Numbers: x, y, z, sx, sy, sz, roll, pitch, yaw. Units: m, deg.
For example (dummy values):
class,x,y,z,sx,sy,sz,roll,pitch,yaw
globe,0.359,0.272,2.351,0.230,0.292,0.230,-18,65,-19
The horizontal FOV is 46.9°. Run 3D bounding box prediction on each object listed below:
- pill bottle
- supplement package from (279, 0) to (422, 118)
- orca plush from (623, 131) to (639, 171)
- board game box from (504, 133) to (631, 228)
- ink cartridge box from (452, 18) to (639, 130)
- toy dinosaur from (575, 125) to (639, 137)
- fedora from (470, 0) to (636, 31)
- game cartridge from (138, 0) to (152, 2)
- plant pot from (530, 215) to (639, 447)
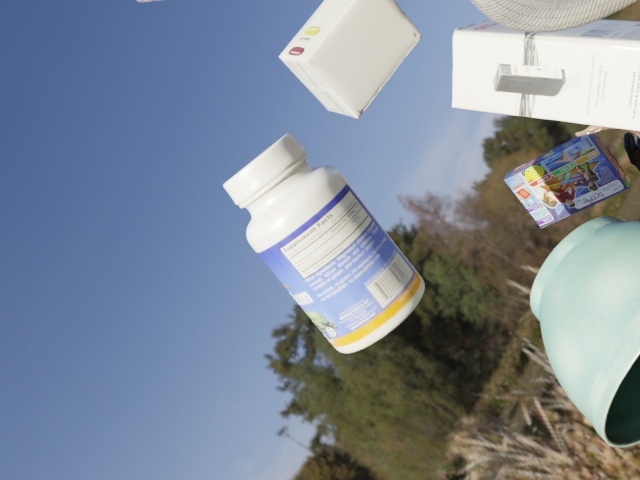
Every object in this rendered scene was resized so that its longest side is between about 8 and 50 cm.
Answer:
class,x,y,z,sx,sy,sz,roll,pitch,yaw
pill bottle,0.000,0.000,0.964,0.152,0.272,0.152,-38,8,7
supplement package,0.073,-0.465,1.770,0.204,0.145,0.262,42,-97,-35
orca plush,0.720,-0.245,1.566,0.287,0.151,0.102,-16,-29,-43
board game box,0.488,-0.119,1.467,0.201,0.136,0.035,-28,18,42
ink cartridge box,0.346,-0.244,1.035,0.197,0.272,0.114,-30,-53,-47
toy dinosaur,0.584,-0.188,1.195,0.127,0.295,0.200,89,171,-55
fedora,0.230,-0.320,0.617,0.124,0.244,0.275,-30,-8,-35
game cartridge,-0.201,-0.594,1.328,0.068,0.230,0.355,49,-130,-63
plant pot,0.400,0.090,0.952,0.293,0.196,0.293,-20,-48,-24
